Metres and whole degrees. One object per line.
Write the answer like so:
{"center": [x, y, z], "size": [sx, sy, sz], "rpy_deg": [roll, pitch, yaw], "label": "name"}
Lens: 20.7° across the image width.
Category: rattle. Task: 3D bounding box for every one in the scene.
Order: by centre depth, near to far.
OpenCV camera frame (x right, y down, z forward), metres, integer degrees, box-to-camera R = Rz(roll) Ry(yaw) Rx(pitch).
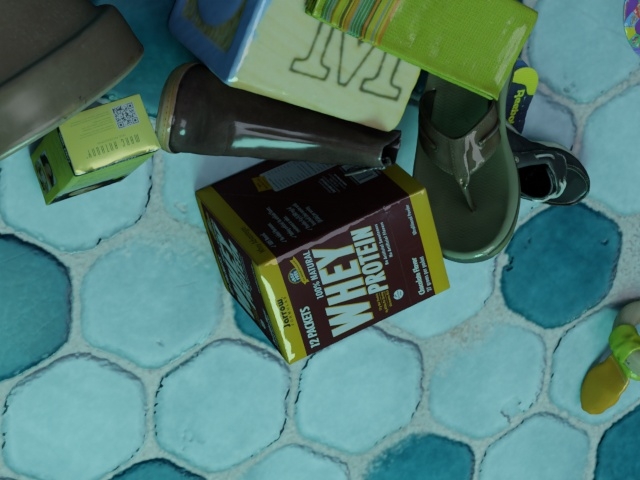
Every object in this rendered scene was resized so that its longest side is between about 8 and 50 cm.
{"center": [0.437, 0.143, 2.216], "size": [0.199, 0.130, 0.143], "rpy_deg": [-31, 139, -42], "label": "rattle"}

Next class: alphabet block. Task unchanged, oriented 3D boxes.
{"center": [-0.009, -0.244, 1.740], "size": [0.197, 0.192, 0.193], "rpy_deg": [14, 108, -30], "label": "alphabet block"}

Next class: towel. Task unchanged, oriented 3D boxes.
{"center": [0.102, -0.218, 1.680], "size": [0.237, 0.021, 0.102], "rpy_deg": [21, 103, -32], "label": "towel"}

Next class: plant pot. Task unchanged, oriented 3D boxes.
{"center": [-0.326, -0.201, 1.590], "size": [0.263, 0.263, 0.229], "rpy_deg": [-32, 106, -9], "label": "plant pot"}

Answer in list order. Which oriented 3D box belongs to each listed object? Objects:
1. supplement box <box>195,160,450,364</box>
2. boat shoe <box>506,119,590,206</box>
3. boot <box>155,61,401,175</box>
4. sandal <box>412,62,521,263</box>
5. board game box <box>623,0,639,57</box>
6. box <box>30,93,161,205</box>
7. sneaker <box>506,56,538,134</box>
{"center": [0.000, 0.000, 1.856], "size": [0.194, 0.191, 0.129], "rpy_deg": [-25, 123, -13], "label": "supplement box"}
{"center": [0.239, -0.071, 1.984], "size": [0.084, 0.079, 0.233], "rpy_deg": [-44, 146, 20], "label": "boat shoe"}
{"center": [-0.037, -0.115, 1.724], "size": [0.207, 0.248, 0.090], "rpy_deg": [13, 100, 14], "label": "boot"}
{"center": [0.146, -0.124, 1.859], "size": [0.086, 0.120, 0.303], "rpy_deg": [26, 63, -65], "label": "sandal"}
{"center": [0.431, -0.276, 2.034], "size": [0.133, 0.033, 0.169], "rpy_deg": [36, 94, -34], "label": "board game box"}
{"center": [-0.221, -0.084, 1.686], "size": [0.087, 0.232, 0.058], "rpy_deg": [-20, 89, -15], "label": "box"}
{"center": [0.199, -0.151, 1.971], "size": [0.053, 0.059, 0.144], "rpy_deg": [-8, 136, -32], "label": "sneaker"}
